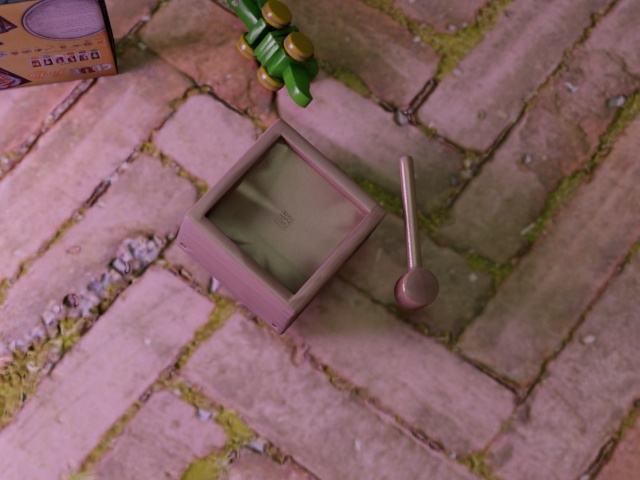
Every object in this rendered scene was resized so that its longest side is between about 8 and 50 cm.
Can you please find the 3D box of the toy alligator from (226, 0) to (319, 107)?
[{"bbox_3d":[-0.050,-0.204,1.419,0.051,0.056,0.190,-12,63,-50],"label":"toy alligator"}]

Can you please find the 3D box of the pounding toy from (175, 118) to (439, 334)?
[{"bbox_3d":[0.010,-0.003,1.331,0.206,0.094,0.181,41,70,3],"label":"pounding toy"}]

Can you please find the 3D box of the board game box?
[{"bbox_3d":[-0.311,-0.185,1.345,0.243,0.165,0.042,-8,71,-4],"label":"board game box"}]
